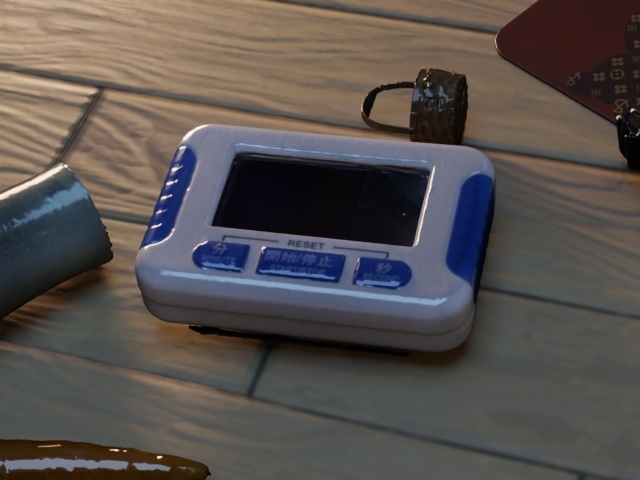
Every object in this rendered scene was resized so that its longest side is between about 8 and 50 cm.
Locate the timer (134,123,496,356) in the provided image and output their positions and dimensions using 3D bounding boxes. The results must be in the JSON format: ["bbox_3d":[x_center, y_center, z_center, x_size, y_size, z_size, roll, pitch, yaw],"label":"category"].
[{"bbox_3d":[0.000,0.000,1.296,0.253,0.078,0.178,6,47,12],"label":"timer"}]

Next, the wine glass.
[{"bbox_3d":[-0.278,0.026,1.298,0.231,0.103,0.103,-27,50,-18],"label":"wine glass"}]

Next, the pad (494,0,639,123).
[{"bbox_3d":[0.292,-0.154,1.438,0.181,0.004,0.267,-38,53,-24],"label":"pad"}]

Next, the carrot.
[{"bbox_3d":[-0.244,0.163,1.198,0.336,0.069,0.069,-4,48,2],"label":"carrot"}]

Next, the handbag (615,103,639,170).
[{"bbox_3d":[0.383,-0.074,1.306,0.247,0.080,0.223,-29,45,-16],"label":"handbag"}]

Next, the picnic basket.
[{"bbox_3d":[0.075,-0.109,1.389,0.083,0.072,0.072,6,50,15],"label":"picnic basket"}]
